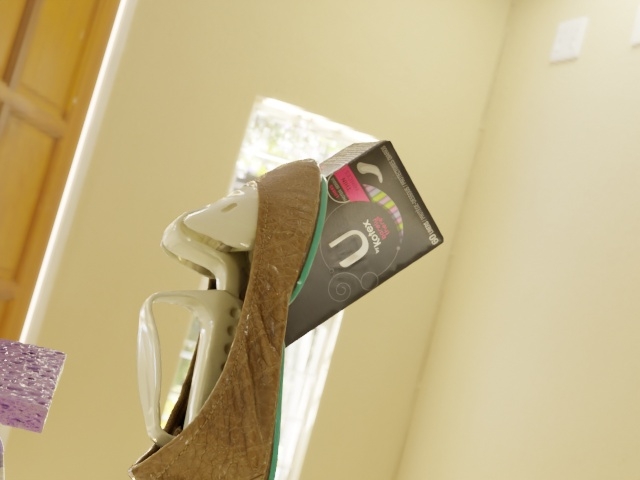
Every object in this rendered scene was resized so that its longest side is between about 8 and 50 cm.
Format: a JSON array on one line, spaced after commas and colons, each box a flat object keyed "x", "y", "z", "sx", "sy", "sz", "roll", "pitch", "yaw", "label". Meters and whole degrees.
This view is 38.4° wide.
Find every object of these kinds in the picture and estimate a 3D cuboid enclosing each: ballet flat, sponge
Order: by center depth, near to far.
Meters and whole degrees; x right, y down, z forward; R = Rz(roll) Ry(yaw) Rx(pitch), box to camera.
[{"x": -0.079, "y": 0.053, "z": 0.736, "sx": 0.124, "sy": 0.342, "sz": 0.116, "roll": 24, "pitch": 148, "yaw": -21, "label": "ballet flat"}, {"x": -0.350, "y": 0.151, "z": 1.014, "sx": 0.117, "sy": 0.031, "sz": 0.210, "roll": 14, "pitch": -175, "yaw": -12, "label": "sponge"}]

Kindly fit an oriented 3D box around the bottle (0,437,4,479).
[{"x": -0.546, "y": 0.448, "z": 1.437, "sx": 0.092, "sy": 0.283, "sz": 0.118, "roll": -6, "pitch": 172, "yaw": 6, "label": "bottle"}]

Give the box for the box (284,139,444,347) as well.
[{"x": 0.000, "y": 0.000, "z": 1.240, "sx": 0.165, "sy": 0.270, "sz": 0.143, "roll": 59, "pitch": 170, "yaw": -12, "label": "box"}]
